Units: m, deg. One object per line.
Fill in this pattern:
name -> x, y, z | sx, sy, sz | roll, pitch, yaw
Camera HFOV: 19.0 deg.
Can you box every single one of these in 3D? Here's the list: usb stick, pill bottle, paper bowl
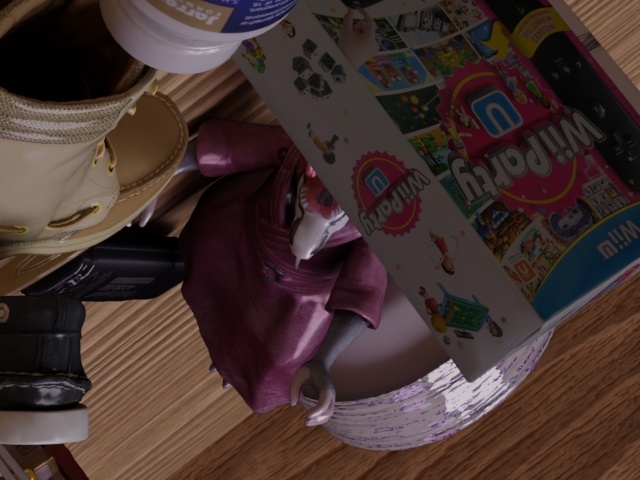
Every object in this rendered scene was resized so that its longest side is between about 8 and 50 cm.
usb stick -> -0.177, 0.023, 1.625 | 0.077, 0.045, 0.278 | -32, 172, 12
pill bottle -> -0.048, -0.166, 0.968 | 0.112, 0.112, 0.187 | -31, 169, -32
paper bowl -> 0.072, 0.043, 1.789 | 0.284, 0.284, 0.148 | -37, 128, 3

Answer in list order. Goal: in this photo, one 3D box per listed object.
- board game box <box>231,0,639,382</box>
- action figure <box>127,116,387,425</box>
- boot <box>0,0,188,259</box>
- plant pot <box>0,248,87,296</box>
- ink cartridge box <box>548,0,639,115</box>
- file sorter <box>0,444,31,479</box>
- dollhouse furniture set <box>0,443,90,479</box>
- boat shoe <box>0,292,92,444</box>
board game box -> 0.102, -0.082, 1.334 | 0.224, 0.303, 0.097 | -29, 169, -44
action figure -> 0.000, 0.000, 1.541 | 0.275, 0.248, 0.370 | -33, 173, -24
boot -> -0.141, -0.076, 1.125 | 0.262, 0.095, 0.203 | -19, 162, -45
plant pot -> -0.193, -0.008, 1.373 | 0.236, 0.032, 0.236 | -34, 176, -3
ink cartridge box -> 0.168, -0.126, 1.619 | 0.092, 0.218, 0.158 | -32, 170, -27
file sorter -> -0.338, 0.196, 1.443 | 0.173, 0.193, 0.278 | -40, 171, -3
dollhouse furniture set -> -0.329, 0.248, 1.825 | 0.201, 0.152, 0.374 | -35, 170, -10
boat shoe -> -0.236, 0.061, 1.197 | 0.114, 0.091, 0.302 | 3, -177, -44
